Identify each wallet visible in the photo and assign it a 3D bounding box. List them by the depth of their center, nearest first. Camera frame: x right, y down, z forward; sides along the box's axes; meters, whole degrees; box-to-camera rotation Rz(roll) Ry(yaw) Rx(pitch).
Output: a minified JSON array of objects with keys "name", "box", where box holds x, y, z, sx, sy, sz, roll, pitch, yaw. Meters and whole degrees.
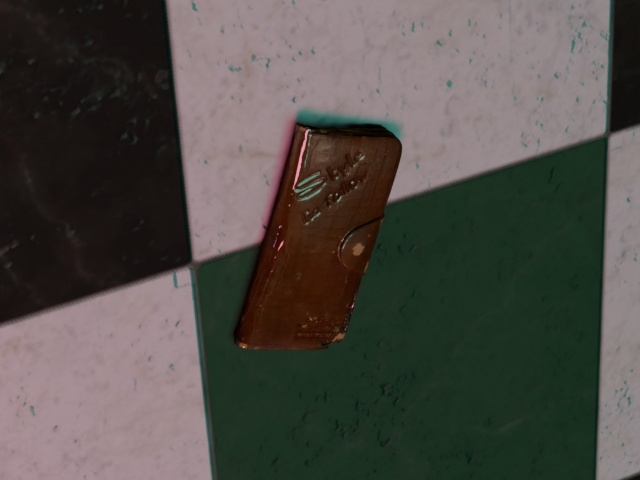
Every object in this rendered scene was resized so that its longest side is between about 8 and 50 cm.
[{"name":"wallet","box":[0.000,0.000,1.307,0.095,0.026,0.176,2,116,-34]}]
